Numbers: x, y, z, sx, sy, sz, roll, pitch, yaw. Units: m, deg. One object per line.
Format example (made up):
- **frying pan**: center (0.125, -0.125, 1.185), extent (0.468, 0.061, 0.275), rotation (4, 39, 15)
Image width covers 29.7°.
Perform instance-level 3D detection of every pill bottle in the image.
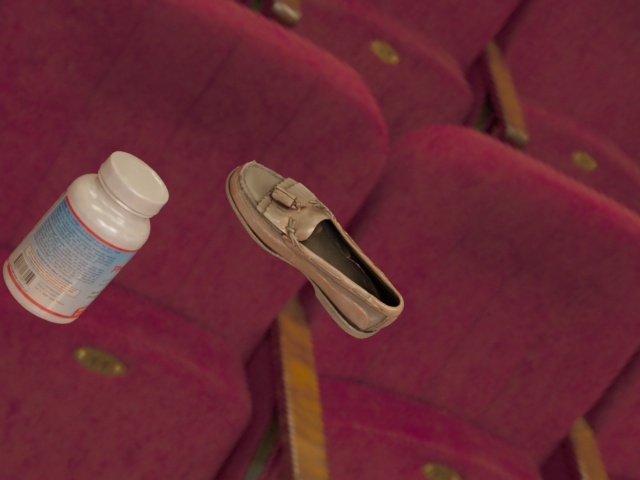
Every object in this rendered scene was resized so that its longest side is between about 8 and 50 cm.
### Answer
- **pill bottle**: center (-0.215, -0.004, 1.119), extent (0.087, 0.160, 0.087), rotation (38, 21, -17)

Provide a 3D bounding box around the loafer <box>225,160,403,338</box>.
- **loafer**: center (0.000, 0.000, 0.685), extent (0.125, 0.039, 0.045), rotation (48, 53, -6)
